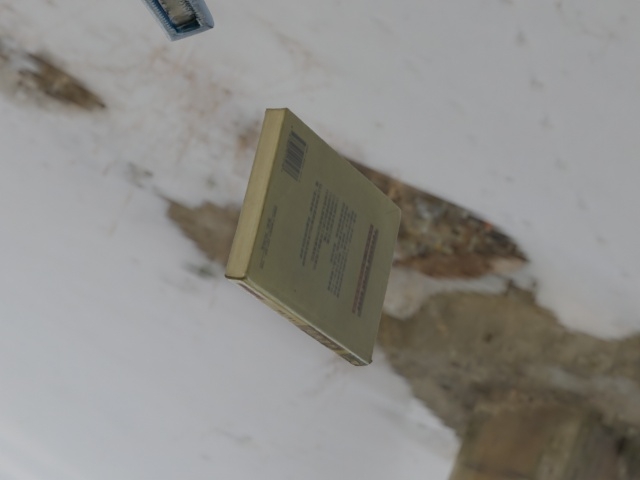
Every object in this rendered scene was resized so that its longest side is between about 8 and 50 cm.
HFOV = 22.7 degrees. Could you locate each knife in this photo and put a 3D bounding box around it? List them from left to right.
[{"bbox_3d":[-0.083,-0.143,0.837,0.296,0.044,0.026,57,-172,-83],"label":"knife"}]

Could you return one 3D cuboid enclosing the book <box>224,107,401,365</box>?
[{"bbox_3d":[0.000,0.000,1.412,0.026,0.161,0.231,1,158,31],"label":"book"}]
